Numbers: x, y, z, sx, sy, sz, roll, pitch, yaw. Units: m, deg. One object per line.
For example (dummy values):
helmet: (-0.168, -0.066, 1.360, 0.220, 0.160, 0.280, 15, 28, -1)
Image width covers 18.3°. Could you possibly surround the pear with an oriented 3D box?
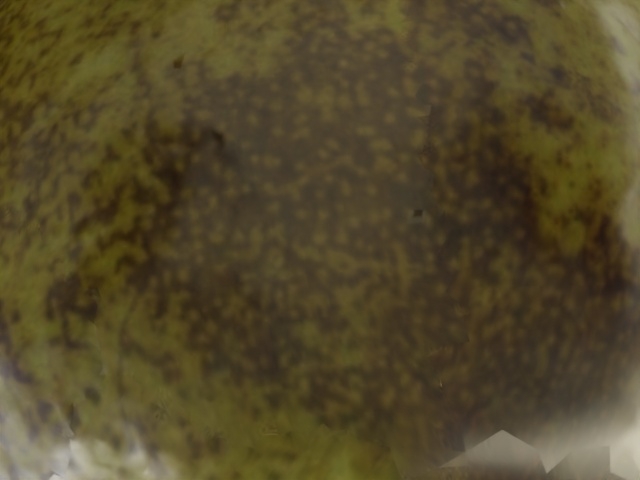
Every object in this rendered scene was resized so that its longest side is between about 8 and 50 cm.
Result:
pear: (0.000, 0.000, 0.462, 0.197, 0.197, 0.197, -20, -136, 20)
